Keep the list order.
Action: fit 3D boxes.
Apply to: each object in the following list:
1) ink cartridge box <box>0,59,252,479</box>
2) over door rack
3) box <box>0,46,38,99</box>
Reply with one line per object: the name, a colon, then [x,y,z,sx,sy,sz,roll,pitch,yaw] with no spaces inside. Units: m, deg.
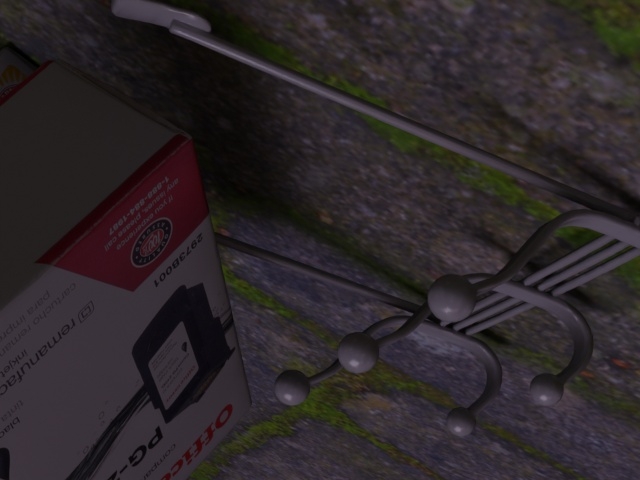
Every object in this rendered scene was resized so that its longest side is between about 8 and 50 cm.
ink cartridge box: [-0.135,0.058,0.632,0.100,0.172,0.237,30,151,26]
over door rack: [0.000,0.000,0.652,0.324,0.108,0.239,31,154,-9]
box: [-0.225,-0.001,0.757,0.103,0.203,0.114,41,154,-26]
